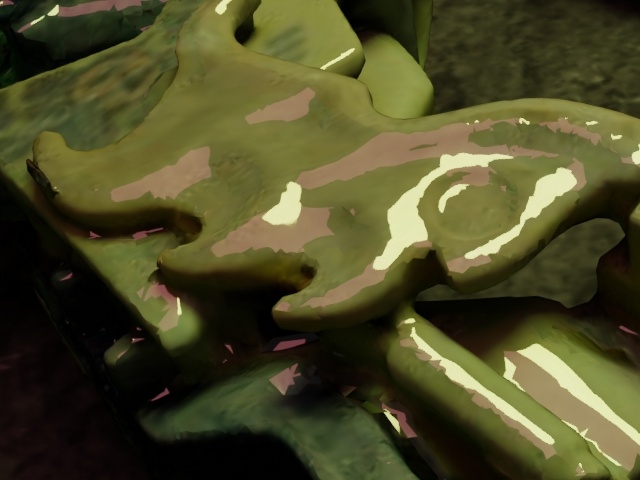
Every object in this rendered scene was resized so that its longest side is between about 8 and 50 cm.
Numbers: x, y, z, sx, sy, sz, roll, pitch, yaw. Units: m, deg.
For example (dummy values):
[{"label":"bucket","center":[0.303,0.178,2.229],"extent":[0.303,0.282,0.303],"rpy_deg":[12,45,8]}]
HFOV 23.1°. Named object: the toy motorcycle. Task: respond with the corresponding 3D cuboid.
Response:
[{"label":"toy motorcycle","center":[0.000,0.000,0.561],"extent":[0.237,0.168,0.410],"rpy_deg":[-30,50,-13]}]
